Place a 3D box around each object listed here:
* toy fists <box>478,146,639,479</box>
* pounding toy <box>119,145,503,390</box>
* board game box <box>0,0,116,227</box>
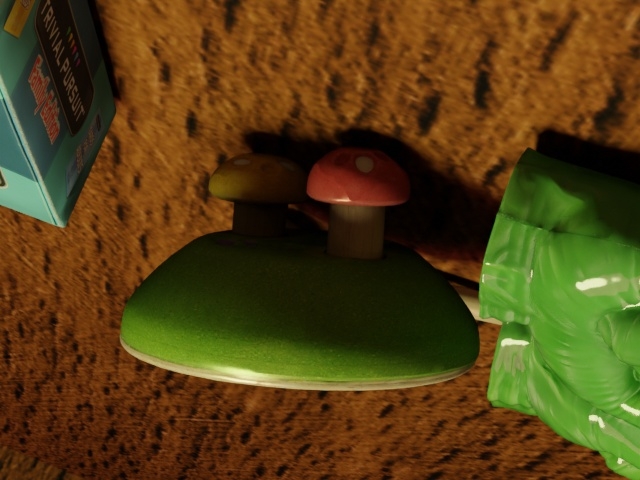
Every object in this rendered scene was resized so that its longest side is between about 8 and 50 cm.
[{"bbox_3d":[0.154,0.053,0.912,0.142,0.096,0.279,17,162,13],"label":"toy fists"},{"bbox_3d":[0.000,0.000,0.981,0.183,0.110,0.237,6,-171,15],"label":"pounding toy"},{"bbox_3d":[-0.276,-0.135,0.900,0.336,0.079,0.254,20,163,6],"label":"board game box"}]
